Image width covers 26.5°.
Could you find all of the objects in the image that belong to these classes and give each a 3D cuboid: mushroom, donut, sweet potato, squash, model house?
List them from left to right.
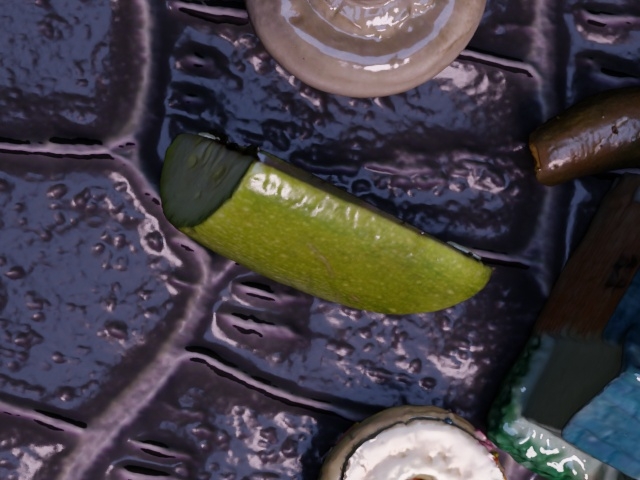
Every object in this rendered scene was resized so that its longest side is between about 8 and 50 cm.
[{"bbox_3d":[0.000,0.000,1.143,0.252,0.169,0.093,25,88,-30],"label":"squash"},{"bbox_3d":[0.036,-0.218,1.077,0.207,0.215,0.207,0,92,0],"label":"mushroom"},{"bbox_3d":[0.076,0.222,1.151,0.174,0.068,0.174,0,92,-7],"label":"donut"},{"bbox_3d":[0.290,-0.105,1.183,0.243,0.077,0.077,-15,91,-11],"label":"sweet potato"},{"bbox_3d":[0.294,0.099,1.054,0.194,0.325,0.267,31,85,-5],"label":"model house"}]
